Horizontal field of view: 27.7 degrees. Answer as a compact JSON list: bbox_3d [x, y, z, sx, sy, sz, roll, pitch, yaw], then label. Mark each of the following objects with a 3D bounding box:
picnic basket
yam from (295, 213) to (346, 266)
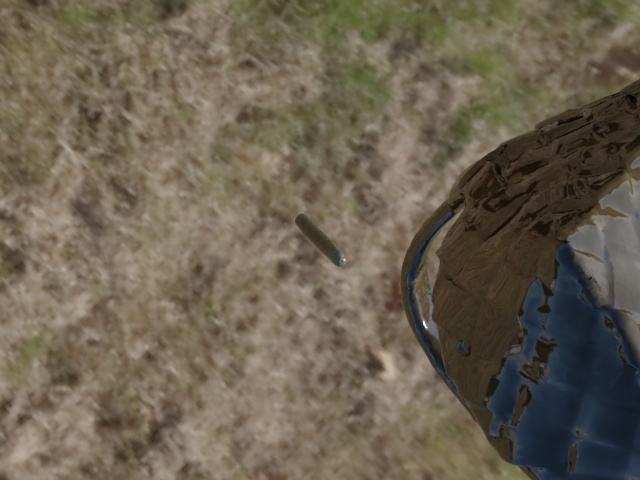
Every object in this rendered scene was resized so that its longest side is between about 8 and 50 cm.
[{"bbox_3d":[0.194,0.062,0.992,0.337,0.293,0.337,-38,-175,4],"label":"picnic basket"},{"bbox_3d":[0.000,0.000,1.627,0.021,0.116,0.021,-16,126,-23],"label":"yam"}]
